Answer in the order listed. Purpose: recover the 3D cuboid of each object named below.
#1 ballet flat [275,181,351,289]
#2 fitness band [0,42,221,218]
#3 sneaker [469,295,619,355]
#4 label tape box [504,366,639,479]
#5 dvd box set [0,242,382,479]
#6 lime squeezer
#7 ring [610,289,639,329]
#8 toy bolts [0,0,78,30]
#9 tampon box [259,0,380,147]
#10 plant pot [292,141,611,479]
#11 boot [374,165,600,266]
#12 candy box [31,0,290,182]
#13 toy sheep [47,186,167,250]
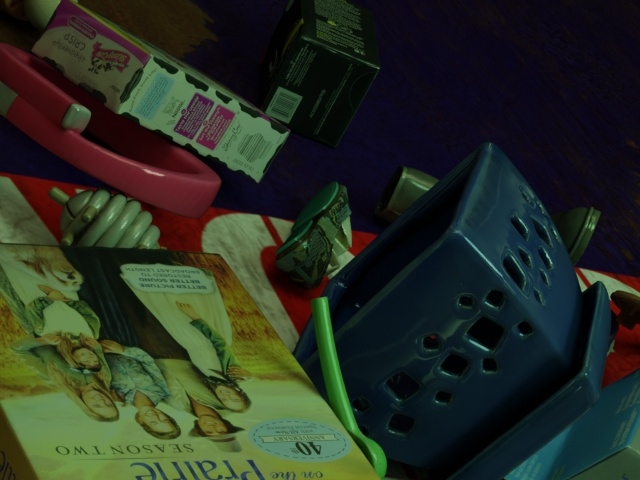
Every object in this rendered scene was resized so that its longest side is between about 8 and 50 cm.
[{"bbox_3d":[0.000,0.000,2.001,0.070,0.070,0.188,30,29,3],"label":"ballet flat"},{"bbox_3d":[-0.219,-0.110,1.894,0.209,0.054,0.291,22,11,-47],"label":"fitness band"},{"bbox_3d":[0.235,0.068,2.038,0.236,0.104,0.095,8,29,-37],"label":"sneaker"},{"bbox_3d":[0.343,0.218,1.879,0.333,0.106,0.240,32,27,7],"label":"label tape box"},{"bbox_3d":[-0.137,0.141,1.563,0.307,0.062,0.420,3,31,-32],"label":"dvd box set"},{"bbox_3d":[0.064,0.195,1.638,0.310,0.110,0.059,51,-17,-16],"label":"lime squeezer"},{"bbox_3d":[0.447,0.152,2.035,0.336,0.032,0.336,33,-1,1],"label":"ring"},{"bbox_3d":[-0.362,-0.322,2.083,0.228,0.218,0.158,-12,51,-27],"label":"toy bolts"},{"bbox_3d":[-0.004,-0.210,2.276,0.101,0.120,0.161,21,28,-14],"label":"tampon box"},{"bbox_3d":[0.131,0.087,1.758,0.212,0.236,0.236,44,24,-7],"label":"plant pot"},{"bbox_3d":[0.179,-0.028,2.100,0.208,0.189,0.076,32,57,-7],"label":"boot"},{"bbox_3d":[-0.162,-0.154,1.987,0.159,0.071,0.233,36,7,38],"label":"candy box"},{"bbox_3d":[-0.198,-0.007,1.789,0.132,0.091,0.091,43,26,-9],"label":"toy sheep"}]
